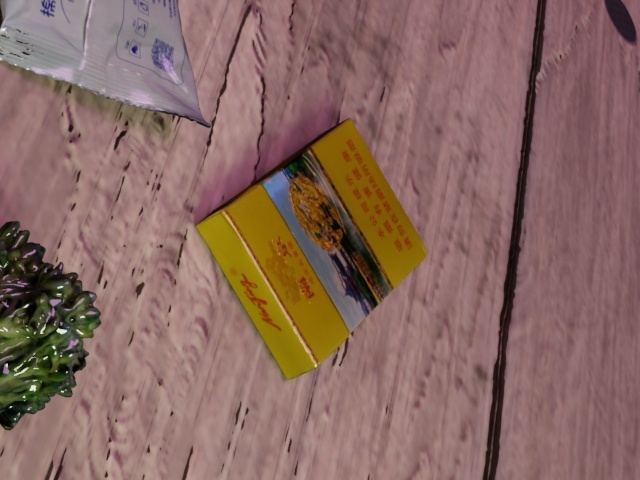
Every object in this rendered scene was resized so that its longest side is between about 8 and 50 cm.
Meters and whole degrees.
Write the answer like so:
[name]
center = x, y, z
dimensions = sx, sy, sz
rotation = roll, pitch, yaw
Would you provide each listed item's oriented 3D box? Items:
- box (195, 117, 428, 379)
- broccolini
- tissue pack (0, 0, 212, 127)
[box]
center = 0.000, 0.000, 0.875
dimensions = 0.087, 0.023, 0.155
rotation = 62, 30, -8
[broccolini]
center = -0.186, 0.055, 0.483
dimensions = 0.079, 0.074, 0.392
rotation = 58, 28, 5
[tissue pack]
center = -0.109, -0.148, 0.818
dimensions = 0.122, 0.026, 0.193
rotation = 22, 49, -48
